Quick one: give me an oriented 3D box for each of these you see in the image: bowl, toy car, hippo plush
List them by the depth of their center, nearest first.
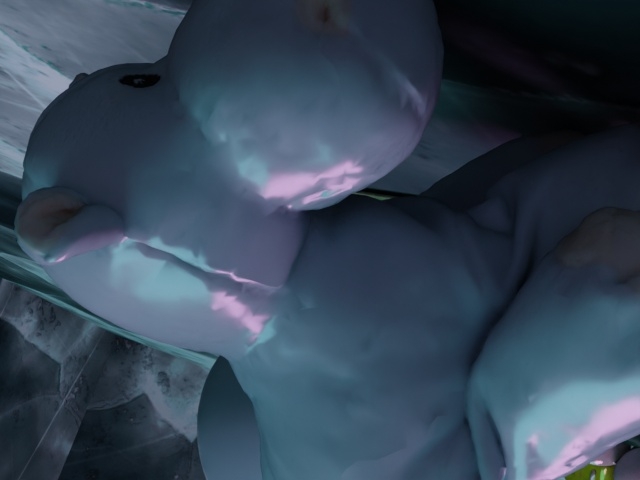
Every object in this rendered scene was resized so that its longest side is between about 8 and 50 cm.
[{"bbox_3d":[0.000,0.000,0.514,0.236,0.294,0.234,43,-164,-13],"label":"hippo plush"},{"bbox_3d":[0.370,0.285,1.454,0.136,0.159,0.182,-20,-145,-30],"label":"toy car"},{"bbox_3d":[0.012,0.243,1.600,0.311,0.311,0.163,27,147,-31],"label":"bowl"}]

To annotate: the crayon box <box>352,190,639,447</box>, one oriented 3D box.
[{"bbox_3d":[0.108,0.061,0.942,0.203,0.083,0.323,11,165,44],"label":"crayon box"}]
